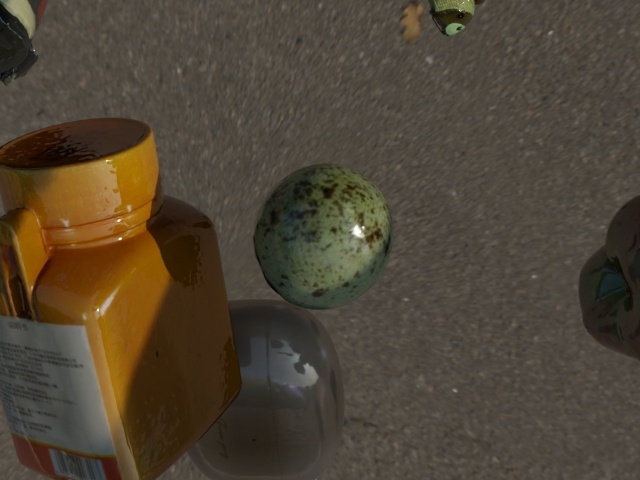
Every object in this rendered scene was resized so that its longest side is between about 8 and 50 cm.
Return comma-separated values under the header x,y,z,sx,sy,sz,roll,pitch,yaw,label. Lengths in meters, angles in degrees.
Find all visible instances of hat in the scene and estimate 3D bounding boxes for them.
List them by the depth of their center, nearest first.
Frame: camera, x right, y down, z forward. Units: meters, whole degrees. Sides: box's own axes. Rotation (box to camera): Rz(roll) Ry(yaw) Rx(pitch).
x,y,z,sx,sy,sz,roll,pitch,yaw,label
0.159,-0.291,1.244,0.059,0.077,0.076,-17,62,23,hat

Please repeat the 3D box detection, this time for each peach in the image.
x,y,z,sx,sy,sz,roll,pitch,yaw,label
0.291,0.030,0.849,0.152,0.152,0.152,0,87,-6,peach

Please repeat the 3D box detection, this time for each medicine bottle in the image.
x,y,z,sx,sy,sz,roll,pitch,yaw,label
-0.143,0.038,0.702,0.112,0.149,0.222,6,117,28,medicine bottle

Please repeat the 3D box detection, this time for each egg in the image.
x,y,z,sx,sy,sz,roll,pitch,yaw,label
0.000,0.000,0.643,0.085,0.110,0.085,7,67,-16,egg

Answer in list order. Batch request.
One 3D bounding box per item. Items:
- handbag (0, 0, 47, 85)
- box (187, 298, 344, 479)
x,y,z,sx,sy,sz,roll,pitch,yaw,label
-0.380,-0.233,1.053,0.181,0.254,0.181,42,46,-38,handbag
-0.053,0.132,0.881,0.146,0.200,0.088,0,43,4,box
